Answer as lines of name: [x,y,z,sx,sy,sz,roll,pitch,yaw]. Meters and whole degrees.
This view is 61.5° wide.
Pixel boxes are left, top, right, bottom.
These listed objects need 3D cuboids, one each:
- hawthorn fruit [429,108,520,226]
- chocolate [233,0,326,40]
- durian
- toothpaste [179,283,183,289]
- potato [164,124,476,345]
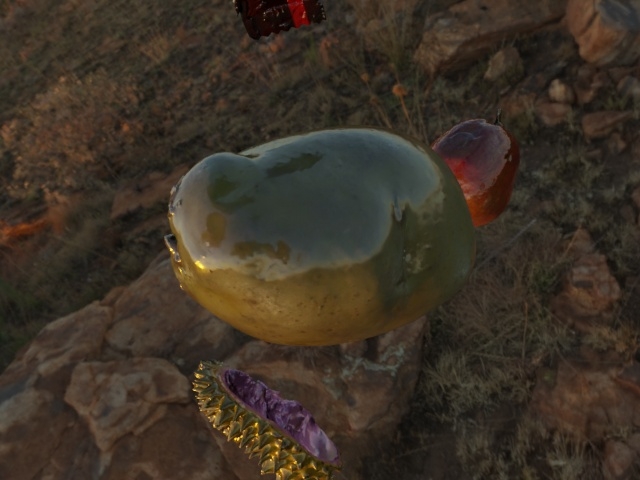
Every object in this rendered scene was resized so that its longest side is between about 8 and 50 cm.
hawthorn fruit: [0.339,-0.165,1.193,0.260,0.224,0.224,-56,32,26]
chocolate: [-0.055,-0.271,0.470,0.086,0.182,0.028,-11,37,13]
durian: [-0.091,0.337,0.921,0.112,0.341,0.191,-45,32,4]
toothpaste: [-0.142,0.094,1.076,0.283,0.099,0.068,7,9,7]
potato: [0.000,0.000,0.607,0.327,0.243,0.220,-12,46,-7]
